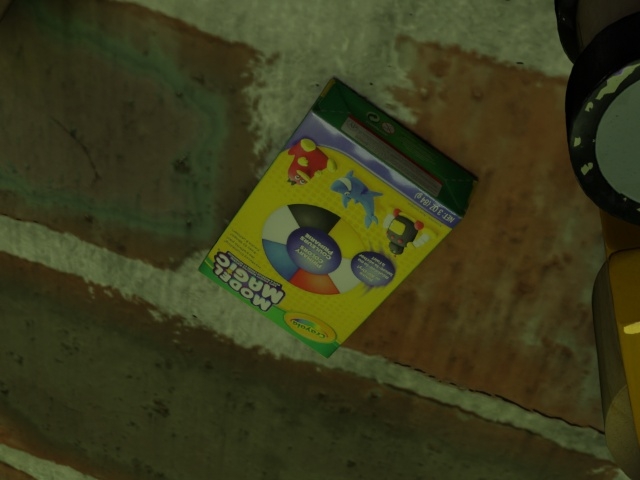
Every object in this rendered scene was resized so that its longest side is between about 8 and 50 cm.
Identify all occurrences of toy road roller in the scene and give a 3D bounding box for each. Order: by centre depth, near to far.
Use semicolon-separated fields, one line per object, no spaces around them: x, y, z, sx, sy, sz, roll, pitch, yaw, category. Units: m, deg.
0.259;-0.025;0.539;0.241;0.202;0.329;-7;122;15;toy road roller

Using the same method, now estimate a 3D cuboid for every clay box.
0.000;0.000;0.764;0.127;0.053;0.222;35;131;-5;clay box

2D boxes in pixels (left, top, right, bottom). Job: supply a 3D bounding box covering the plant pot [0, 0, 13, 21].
-0.308;-0.199;0.631;0.229;0.263;0.263;33;135;-27;plant pot
